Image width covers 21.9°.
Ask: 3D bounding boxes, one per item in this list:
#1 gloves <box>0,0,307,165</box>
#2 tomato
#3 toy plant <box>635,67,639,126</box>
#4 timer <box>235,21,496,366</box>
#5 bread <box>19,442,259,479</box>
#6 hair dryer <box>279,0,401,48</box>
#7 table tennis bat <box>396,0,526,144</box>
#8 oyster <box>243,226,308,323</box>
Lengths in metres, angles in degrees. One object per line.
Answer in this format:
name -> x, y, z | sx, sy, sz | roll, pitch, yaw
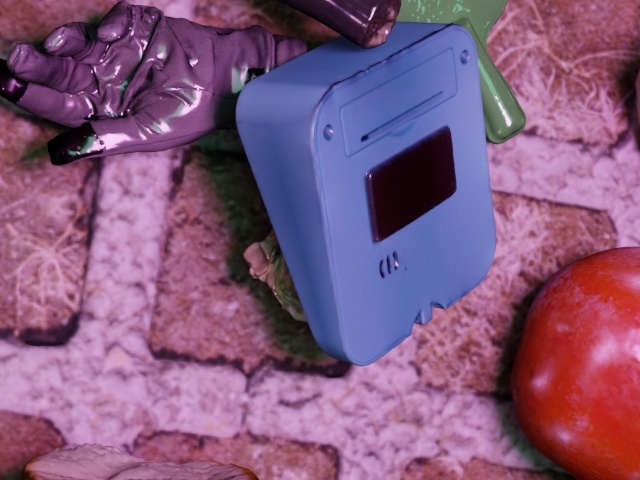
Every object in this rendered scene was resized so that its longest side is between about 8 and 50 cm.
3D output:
gloves -> -0.140, -0.129, 1.376 | 0.285, 0.119, 0.142 | 3, 83, -33
tomato -> 0.282, 0.114, 1.464 | 0.232, 0.188, 0.232 | 2, 84, -19
toy plant -> 0.484, -0.153, 1.512 | 0.356, 0.317, 0.210 | -25, 135, -23
timer -> 0.048, -0.044, 1.408 | 0.232, 0.091, 0.250 | -32, 118, -44
bread -> -0.122, 0.305, 1.300 | 0.225, 0.250, 0.279 | -6, 95, -11
hair dryer -> 0.002, -0.345, 1.420 | 0.304, 0.120, 0.359 | 32, 62, 13
table tennis bat -> 0.115, -0.207, 1.505 | 0.160, 0.039, 0.257 | -28, 91, -16
oyster -> 0.000, 0.000, 1.442 | 0.163, 0.081, 0.191 | -11, 93, -45
